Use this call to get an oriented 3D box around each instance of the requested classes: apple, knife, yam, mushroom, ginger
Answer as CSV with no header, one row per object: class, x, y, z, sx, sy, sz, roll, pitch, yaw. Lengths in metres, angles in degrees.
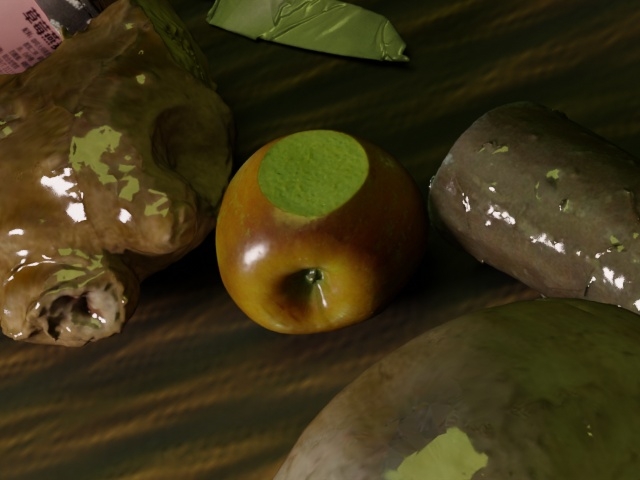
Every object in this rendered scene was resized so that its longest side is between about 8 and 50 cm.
apple,0.000,0.000,0.944,0.114,0.099,0.102,8,48,11
knife,-0.058,-0.158,1.143,0.297,0.017,0.047,22,70,31
yam,0.175,0.018,0.865,0.093,0.093,0.259,-45,51,-14
mushroom,0.065,0.115,0.772,0.253,0.189,0.195,-33,52,-7
ginger,-0.171,-0.020,1.021,0.270,0.123,0.219,-31,48,12

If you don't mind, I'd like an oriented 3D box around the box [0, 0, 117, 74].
box,-0.208,-0.158,1.124,0.135,0.151,0.151,-29,48,11
